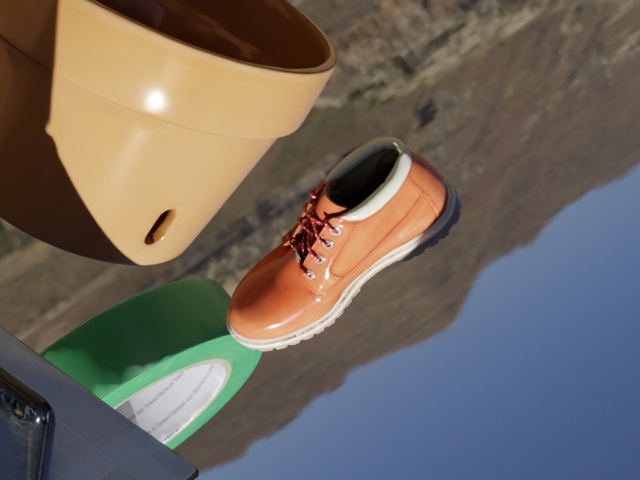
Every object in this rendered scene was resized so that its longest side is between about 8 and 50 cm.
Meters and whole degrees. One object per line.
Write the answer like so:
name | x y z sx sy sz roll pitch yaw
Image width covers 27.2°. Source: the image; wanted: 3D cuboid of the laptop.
laptop | -0.267 0.032 0.869 0.236 0.382 0.408 -48 167 -37

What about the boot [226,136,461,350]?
boot | 0.000 0.000 0.760 0.158 0.059 0.084 -38 151 7

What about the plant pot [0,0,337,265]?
plant pot | -0.160 -0.118 1.049 0.203 0.291 0.291 -62 169 22

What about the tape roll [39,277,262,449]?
tape roll | -0.210 0.168 1.355 0.321 0.077 0.321 -35 164 -12
